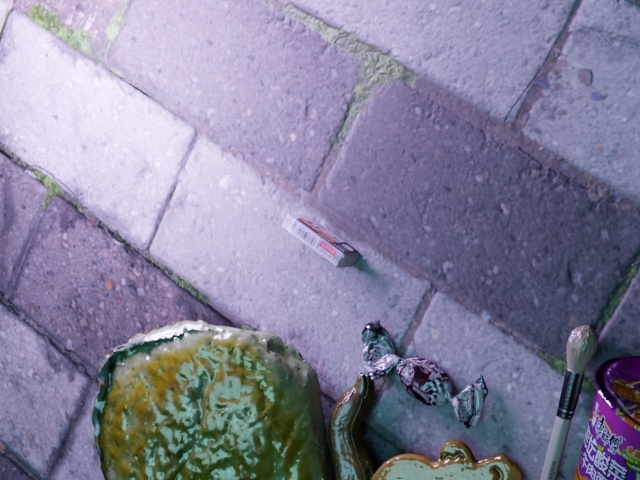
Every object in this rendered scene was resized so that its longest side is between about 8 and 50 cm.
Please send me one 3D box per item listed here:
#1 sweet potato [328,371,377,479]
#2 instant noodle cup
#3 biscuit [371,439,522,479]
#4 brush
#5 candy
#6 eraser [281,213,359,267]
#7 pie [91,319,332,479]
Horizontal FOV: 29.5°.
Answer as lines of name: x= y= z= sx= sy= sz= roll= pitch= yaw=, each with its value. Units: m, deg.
sweet potato: x=0.053 y=0.321 z=1.883 sx=0.081 sy=0.062 sz=0.233 roll=-5 pitch=86 yaw=12
instant noodle cup: x=0.440 y=0.291 z=1.551 sx=0.251 sy=0.251 sz=0.190 roll=28 pitch=115 yaw=27
biscuit: x=0.176 y=0.386 z=1.792 sx=0.249 sy=0.035 sz=0.184 roll=-2 pitch=90 yaw=18
brush: x=0.340 y=0.260 z=1.722 sx=0.042 sy=0.039 sz=0.299 roll=21 pitch=106 yaw=33
candy: x=0.150 y=0.200 z=1.822 sx=0.226 sy=0.051 sz=0.094 roll=31 pitch=105 yaw=27
eraser: x=0.000 y=0.000 z=1.902 sx=0.122 sy=0.052 sz=0.029 roll=36 pitch=108 yaw=26
pie: x=-0.164 y=0.319 z=1.953 sx=0.418 sy=0.180 sz=0.395 roll=3 pitch=95 yaw=23
